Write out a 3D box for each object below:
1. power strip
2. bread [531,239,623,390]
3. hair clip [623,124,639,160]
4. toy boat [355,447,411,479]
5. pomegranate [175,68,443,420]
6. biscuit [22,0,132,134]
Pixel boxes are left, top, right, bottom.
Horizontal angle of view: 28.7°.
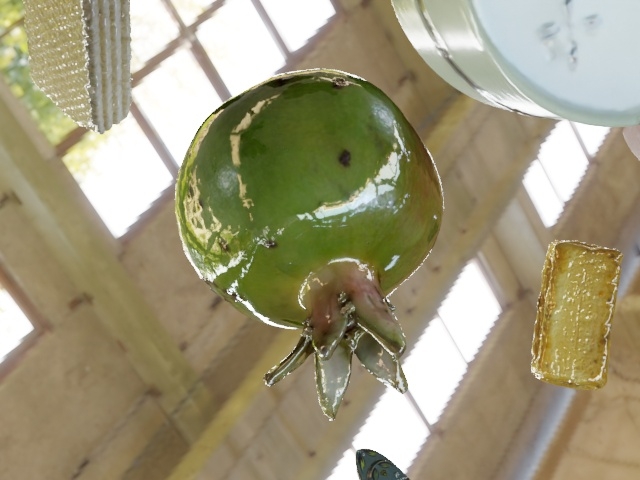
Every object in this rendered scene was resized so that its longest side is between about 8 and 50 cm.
[{"bbox_3d":[0.230,-0.284,1.100,0.357,0.357,0.161,-36,-159,-11],"label":"power strip"},{"bbox_3d":[0.365,0.105,1.789,0.114,0.211,0.083,10,175,9],"label":"bread"},{"bbox_3d":[0.345,-0.120,1.187,0.137,0.054,0.022,-40,170,38],"label":"hair clip"},{"bbox_3d":[0.086,0.289,1.405,0.055,0.141,0.060,-38,175,-39],"label":"toy boat"},{"bbox_3d":[0.000,0.000,0.817,0.181,0.181,0.224,-26,-123,12],"label":"pomegranate"},{"bbox_3d":[-0.287,-0.309,1.450,0.144,0.426,0.078,39,-123,20],"label":"biscuit"}]
